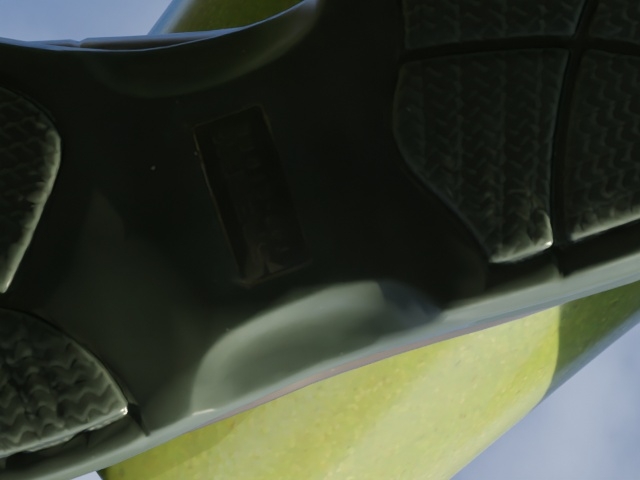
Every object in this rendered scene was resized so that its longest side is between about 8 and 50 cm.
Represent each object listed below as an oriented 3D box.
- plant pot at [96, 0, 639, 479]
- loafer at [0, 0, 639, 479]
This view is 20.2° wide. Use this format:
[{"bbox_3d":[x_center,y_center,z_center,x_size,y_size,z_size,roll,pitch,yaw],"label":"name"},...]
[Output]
[{"bbox_3d":[0.000,0.000,0.715,0.254,0.276,0.276,-46,-128,-7],"label":"plant pot"},{"bbox_3d":[-0.034,0.002,0.368,0.267,0.084,0.096,-11,-102,4],"label":"loafer"}]
